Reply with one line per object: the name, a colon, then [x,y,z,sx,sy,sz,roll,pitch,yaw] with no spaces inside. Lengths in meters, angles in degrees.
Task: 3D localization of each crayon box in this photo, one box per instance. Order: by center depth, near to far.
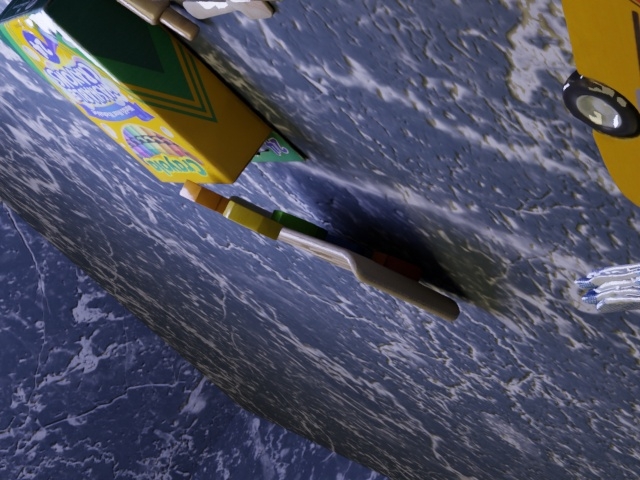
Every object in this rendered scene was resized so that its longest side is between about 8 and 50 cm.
crayon box: [-0.191,-0.161,1.435,0.323,0.083,0.203,42,163,-24]

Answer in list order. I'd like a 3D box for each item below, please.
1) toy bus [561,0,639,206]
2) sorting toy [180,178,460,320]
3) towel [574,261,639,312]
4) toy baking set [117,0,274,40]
toy bus: [0.196,-0.128,0.666,0.130,0.108,0.332,26,162,30]
sorting toy: [0.000,0.000,1.462,0.229,0.041,0.307,26,180,42]
towel: [0.319,0.031,0.818,0.209,0.034,0.285,2,176,-18]
toy baking set: [-0.162,-0.253,1.197,0.256,0.030,0.197,36,165,-1]
